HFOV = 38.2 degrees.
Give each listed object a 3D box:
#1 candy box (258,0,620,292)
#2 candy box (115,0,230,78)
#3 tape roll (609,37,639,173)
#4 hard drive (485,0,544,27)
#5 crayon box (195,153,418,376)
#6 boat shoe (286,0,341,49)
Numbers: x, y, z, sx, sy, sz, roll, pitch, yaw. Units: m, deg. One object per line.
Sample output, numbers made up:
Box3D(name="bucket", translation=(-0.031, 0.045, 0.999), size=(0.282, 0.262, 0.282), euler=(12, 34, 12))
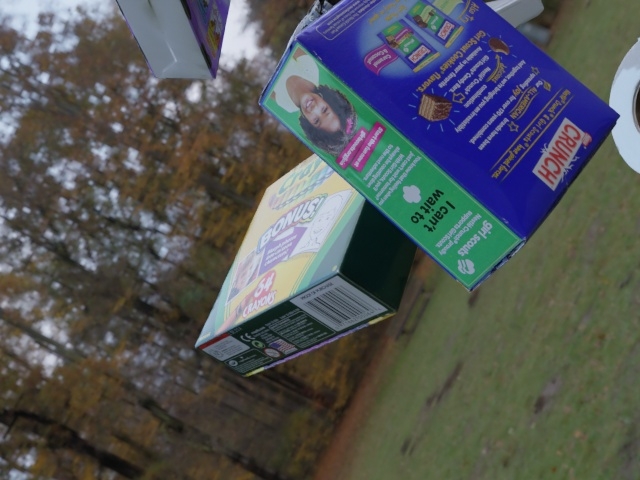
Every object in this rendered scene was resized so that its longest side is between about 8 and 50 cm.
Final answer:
Box3D(name="candy box", translation=(0.140, -0.146, 1.041), size=(0.268, 0.317, 0.122), euler=(-45, -7, -38))
Box3D(name="candy box", translation=(-0.141, -0.289, 0.930), size=(0.165, 0.070, 0.196), euler=(72, -157, -64))
Box3D(name="tape roll", translation=(0.626, -0.224, 1.531), size=(0.246, 0.169, 0.246), euler=(178, 90, -68))
Box3D(name="hard drive", translation=(0.239, -0.394, 1.785), size=(0.233, 0.047, 0.353), euler=(-30, 15, -13))
Box3D(name="crayon box", translation=(0.000, 0.000, 1.302), size=(0.363, 0.106, 0.313), euler=(-30, 32, 49))
Box3D(name="boat shoe", translation=(0.019, -0.335, 1.373), size=(0.228, 0.080, 0.076), euler=(-54, -9, -13))
